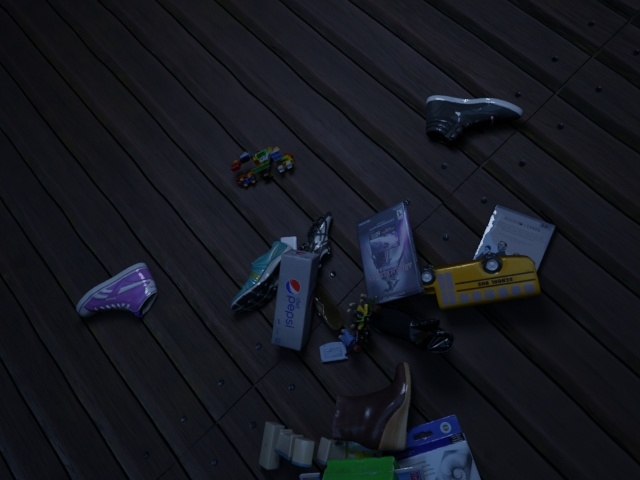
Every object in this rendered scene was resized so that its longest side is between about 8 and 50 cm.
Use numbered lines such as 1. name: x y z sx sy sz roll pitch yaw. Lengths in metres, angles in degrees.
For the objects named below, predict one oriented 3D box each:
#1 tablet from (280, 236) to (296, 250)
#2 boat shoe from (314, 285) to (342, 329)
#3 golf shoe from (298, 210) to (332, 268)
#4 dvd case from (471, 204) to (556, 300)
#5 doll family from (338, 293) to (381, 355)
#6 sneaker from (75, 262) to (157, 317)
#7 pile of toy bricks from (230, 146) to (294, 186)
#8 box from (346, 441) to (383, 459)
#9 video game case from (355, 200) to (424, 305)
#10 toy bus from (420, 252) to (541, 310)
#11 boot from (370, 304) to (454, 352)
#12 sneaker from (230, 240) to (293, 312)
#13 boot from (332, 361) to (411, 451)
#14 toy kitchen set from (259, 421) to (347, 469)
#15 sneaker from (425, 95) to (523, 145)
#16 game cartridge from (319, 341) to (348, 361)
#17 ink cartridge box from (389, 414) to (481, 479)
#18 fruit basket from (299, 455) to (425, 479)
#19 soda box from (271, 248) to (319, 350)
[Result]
1. tablet: -0.106 0.029 1.428 0.054 0.006 0.084 -4 76 11
2. boat shoe: 0.018 0.214 1.340 0.056 0.049 0.152 -21 66 -20
3. golf shoe: 0.000 0.000 1.388 0.093 0.077 0.198 34 70 -17
4. dvd case: 0.564 0.032 1.277 0.179 0.029 0.239 24 83 16
5. doll family: 0.117 0.251 1.266 0.075 0.111 0.193 8 101 -28
6. sneaker: -0.688 0.215 1.460 0.282 0.102 0.161 -33 76 3
7. pile of toy bricks: -0.204 -0.278 1.477 0.212 0.118 0.105 -21 42 16
8. box: 0.127 0.609 1.233 0.105 0.043 0.180 2 76 12
9. video game case: 0.201 0.044 1.288 0.196 0.026 0.275 -25 65 44
10. toy bus: 0.429 0.115 1.222 0.332 0.108 0.131 -13 89 20
11. boot: 0.245 0.241 1.204 0.246 0.207 0.094 19 82 16
12. sneaker: -0.189 0.121 1.393 0.275 0.107 0.110 -48 51 -3
13. boot: 0.148 0.455 1.217 0.206 0.090 0.249 6 61 12
14. toy kitchen set: -0.051 0.617 1.249 0.207 0.165 0.122 -6 71 54
15. sneaker: 0.469 -0.364 1.352 0.295 0.104 0.147 11 82 20
16. game cartridge: 0.040 0.342 1.324 0.083 0.017 0.056 -10 79 9
17. ink cartridge box: 0.315 0.629 1.187 0.223 0.045 0.224 -21 74 7
18. fruit basket: 0.135 0.751 1.112 0.326 0.165 0.354 -10 96 15
19. soda box: -0.074 0.177 1.296 0.097 0.091 0.287 10 102 15
